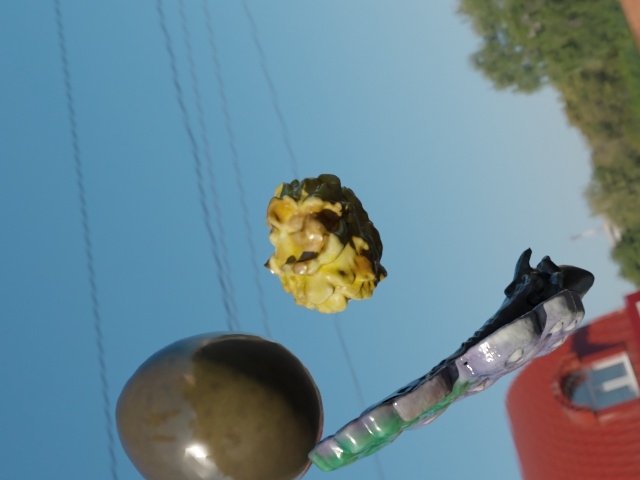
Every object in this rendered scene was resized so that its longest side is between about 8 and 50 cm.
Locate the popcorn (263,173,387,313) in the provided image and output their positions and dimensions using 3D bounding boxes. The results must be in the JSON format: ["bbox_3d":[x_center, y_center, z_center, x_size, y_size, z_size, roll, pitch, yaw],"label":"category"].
[{"bbox_3d":[0.000,0.000,0.691,0.083,0.057,0.082,43,-149,-37],"label":"popcorn"}]

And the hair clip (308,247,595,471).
[{"bbox_3d":[0.073,0.059,0.636,0.052,0.195,0.124,52,150,14],"label":"hair clip"}]

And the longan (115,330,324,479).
[{"bbox_3d":[-0.102,0.189,1.263,0.196,0.220,0.197,-177,90,-67],"label":"longan"}]
